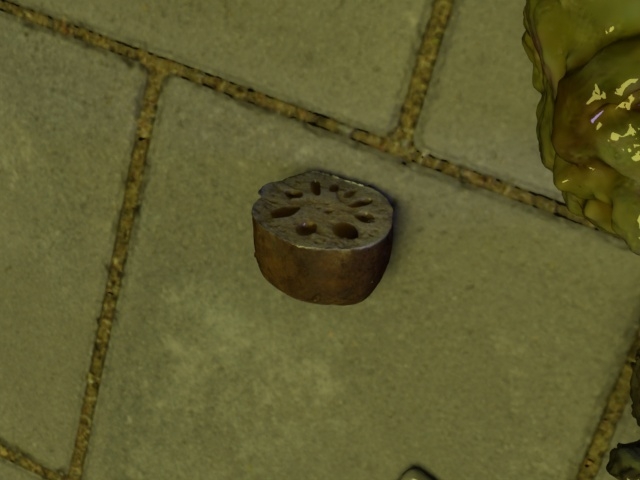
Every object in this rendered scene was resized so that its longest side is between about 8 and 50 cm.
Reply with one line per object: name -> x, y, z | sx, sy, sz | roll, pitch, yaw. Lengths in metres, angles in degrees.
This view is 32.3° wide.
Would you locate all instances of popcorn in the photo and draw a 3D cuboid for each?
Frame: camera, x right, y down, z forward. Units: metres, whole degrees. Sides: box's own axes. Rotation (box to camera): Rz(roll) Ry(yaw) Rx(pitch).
popcorn -> 0.244, -0.110, 0.755 | 0.212, 0.259, 0.259 | -15, 101, 4

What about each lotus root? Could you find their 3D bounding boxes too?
lotus root -> -0.001, 0.001, 0.961 | 0.122, 0.112, 0.081 | 21, 121, 14

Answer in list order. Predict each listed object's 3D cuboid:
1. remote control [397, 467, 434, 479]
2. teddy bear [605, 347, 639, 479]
remote control -> 0.168, 0.316, 1.038 | 0.261, 0.029, 0.067 | 38, 117, 8
teddy bear -> 0.308, 0.171, 0.810 | 0.267, 0.256, 0.156 | 42, 122, 6
